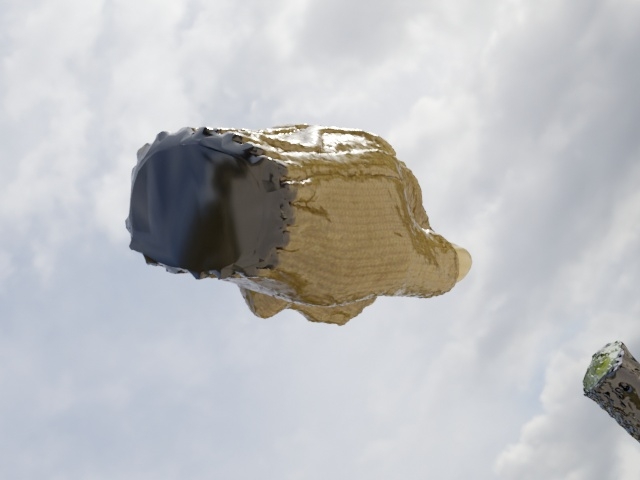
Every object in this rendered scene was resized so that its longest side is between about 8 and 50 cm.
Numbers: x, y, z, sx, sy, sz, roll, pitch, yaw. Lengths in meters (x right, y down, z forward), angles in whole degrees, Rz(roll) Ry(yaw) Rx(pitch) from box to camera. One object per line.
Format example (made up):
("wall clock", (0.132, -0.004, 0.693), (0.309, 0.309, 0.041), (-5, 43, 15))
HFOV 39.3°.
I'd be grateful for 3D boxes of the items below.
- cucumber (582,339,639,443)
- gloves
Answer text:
("cucumber", (0.212, 0.117, 0.486), (0.039, 0.163, 0.043), (-52, 5, -33))
("gloves", (-0.002, -0.016, 0.726), (0.356, 0.203, 0.155), (27, -112, -61))
